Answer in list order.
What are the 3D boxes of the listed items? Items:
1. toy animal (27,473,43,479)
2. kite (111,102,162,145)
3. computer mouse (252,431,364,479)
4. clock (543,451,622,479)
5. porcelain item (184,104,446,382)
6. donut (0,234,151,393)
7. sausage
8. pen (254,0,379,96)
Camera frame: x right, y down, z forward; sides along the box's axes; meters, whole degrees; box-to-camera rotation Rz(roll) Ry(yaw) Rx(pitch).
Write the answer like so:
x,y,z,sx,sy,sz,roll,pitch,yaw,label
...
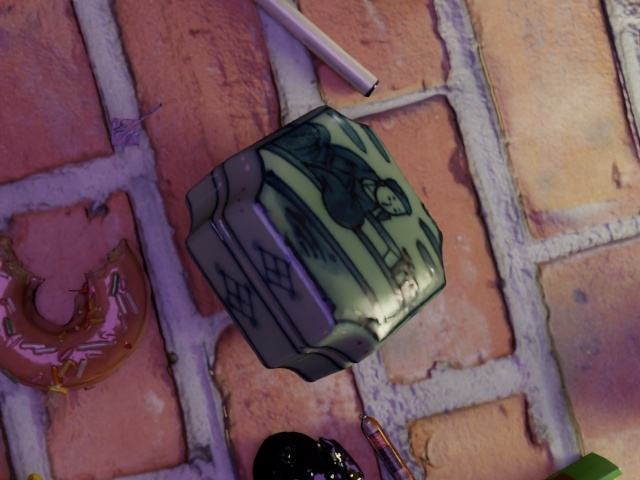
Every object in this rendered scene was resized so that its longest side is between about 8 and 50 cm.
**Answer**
x,y,z,sx,sy,sz,roll,pitch,yaw,label
-0.419,0.369,1.678,0.230,0.156,0.156,-28,91,4,toy animal
-0.233,-0.144,1.780,0.078,0.002,0.044,-18,90,-6,kite
0.003,0.345,1.750,0.146,0.077,0.241,-37,92,-4,computer mouse
0.327,0.439,1.773,0.220,0.106,0.255,-28,96,-5,clock
0.000,0.000,1.657,0.286,0.157,0.281,-33,92,-49,porcelain item
-0.327,0.091,1.720,0.233,0.085,0.199,0,89,-5,donut
0.105,0.304,1.787,0.028,0.025,0.198,-34,92,-15,sausage
-0.032,-0.281,1.793,0.269,0.033,0.033,40,84,-4,pen
